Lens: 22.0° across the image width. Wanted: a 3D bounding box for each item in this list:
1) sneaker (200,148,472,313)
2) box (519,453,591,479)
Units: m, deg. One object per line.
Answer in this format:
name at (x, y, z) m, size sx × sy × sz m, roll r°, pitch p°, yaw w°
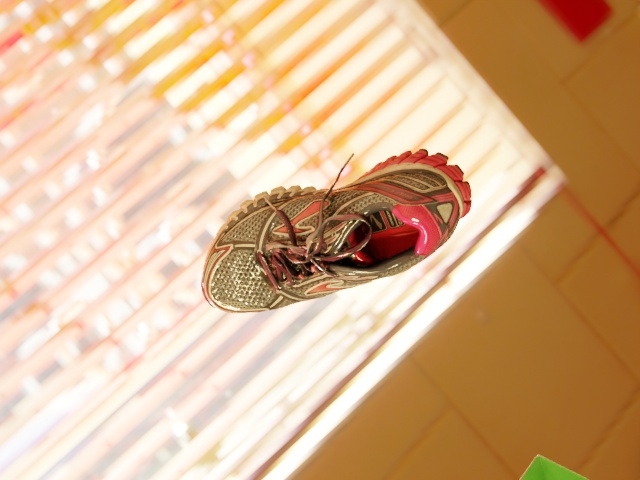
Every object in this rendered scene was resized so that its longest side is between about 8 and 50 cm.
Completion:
sneaker at (0.000, 0.000, 1.614) m, size 0.299 × 0.121 × 0.112 m, roll -24°, pitch 17°, yaw 29°
box at (0.176, 0.365, 1.445) m, size 0.262 × 0.126 × 0.231 m, roll -49°, pitch -31°, yaw -28°
